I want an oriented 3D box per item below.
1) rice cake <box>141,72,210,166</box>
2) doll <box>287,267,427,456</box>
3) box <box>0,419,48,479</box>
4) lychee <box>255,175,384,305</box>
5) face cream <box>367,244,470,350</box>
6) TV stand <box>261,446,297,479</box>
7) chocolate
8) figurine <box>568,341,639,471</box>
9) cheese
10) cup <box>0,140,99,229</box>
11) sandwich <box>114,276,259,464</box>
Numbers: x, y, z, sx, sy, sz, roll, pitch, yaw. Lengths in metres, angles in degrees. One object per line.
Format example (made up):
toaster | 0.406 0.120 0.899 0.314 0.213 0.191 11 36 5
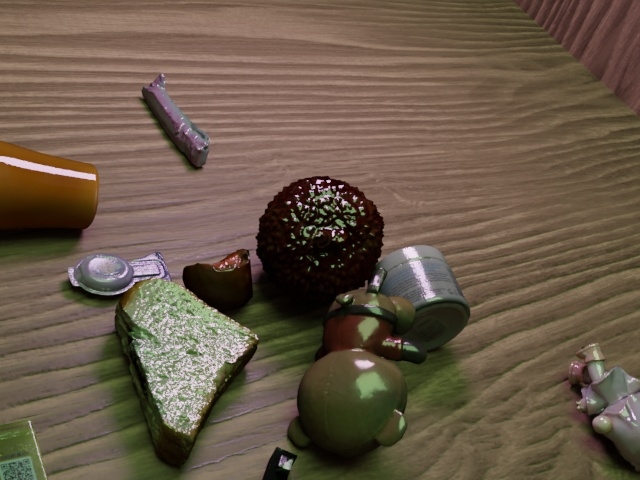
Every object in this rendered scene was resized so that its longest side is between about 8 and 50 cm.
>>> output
rice cake | -0.346 -0.291 1.870 0.051 0.081 0.290 -2 45 -45
doll | 0.067 0.218 1.391 0.235 0.174 0.329 -8 52 26
box | -0.450 0.401 1.076 0.173 0.043 0.311 -6 49 -35
lychee | 0.000 0.000 1.566 0.264 0.264 0.300 22 2 -2
face cream | 0.200 0.122 1.599 0.177 0.177 0.152 2 46 -24
TV stand | -0.091 0.440 1.208 0.040 0.049 0.256 23 39 -2
chocolate | -0.198 0.072 1.509 0.133 0.124 0.127 -4 61 -3
figurine | 0.616 0.340 1.594 0.200 0.133 0.276 5 42 -46
cheese | -0.383 0.061 1.490 0.191 0.042 0.105 -4 49 -33
cup | -0.578 -0.103 1.505 0.264 0.182 0.226 7 11 -30
sandwich | -0.267 0.209 1.338 0.254 0.099 0.288 31 40 -1
